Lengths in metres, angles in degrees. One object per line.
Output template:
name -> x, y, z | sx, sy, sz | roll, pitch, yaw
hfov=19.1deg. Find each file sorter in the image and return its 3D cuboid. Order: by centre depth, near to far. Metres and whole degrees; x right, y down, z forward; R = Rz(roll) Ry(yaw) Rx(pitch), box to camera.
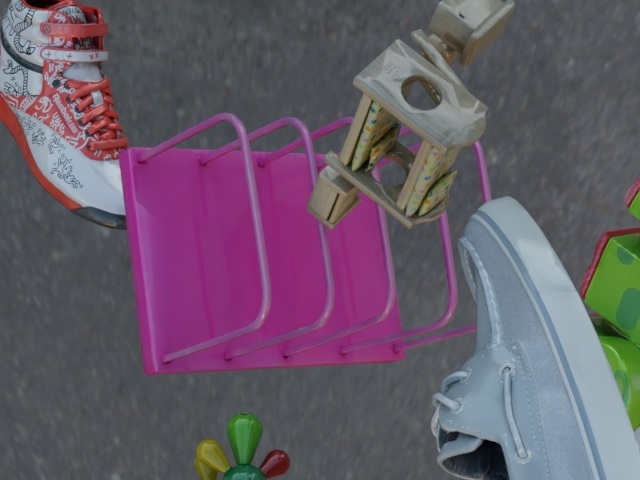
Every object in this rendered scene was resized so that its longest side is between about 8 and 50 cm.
file sorter -> 0.000, 0.000, 1.691 | 0.290, 0.182, 0.202 | 0, 77, -39

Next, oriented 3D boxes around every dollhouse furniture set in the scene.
dollhouse furniture set -> 0.093, -0.089, 1.533 | 0.101, 0.182, 0.161 | 39, 57, 12

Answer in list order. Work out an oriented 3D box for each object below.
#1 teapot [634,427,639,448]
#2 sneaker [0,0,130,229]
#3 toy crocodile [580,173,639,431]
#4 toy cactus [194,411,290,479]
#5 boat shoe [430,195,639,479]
teapot -> 0.308, 0.150, 1.417 | 0.256, 0.252, 0.187 | -52, 51, 21
sneaker -> -0.240, -0.140, 1.867 | 0.090, 0.145, 0.270 | -8, 44, -42
toy crocodile -> 0.212, 0.022, 1.173 | 0.115, 0.341, 0.105 | -1, 34, -45
toy cactus -> -0.077, 0.246, 1.474 | 0.180, 0.112, 0.219 | 12, 61, 49
boat shoe -> 0.089, 0.082, 0.833 | 0.081, 0.079, 0.227 | -17, 59, -2
